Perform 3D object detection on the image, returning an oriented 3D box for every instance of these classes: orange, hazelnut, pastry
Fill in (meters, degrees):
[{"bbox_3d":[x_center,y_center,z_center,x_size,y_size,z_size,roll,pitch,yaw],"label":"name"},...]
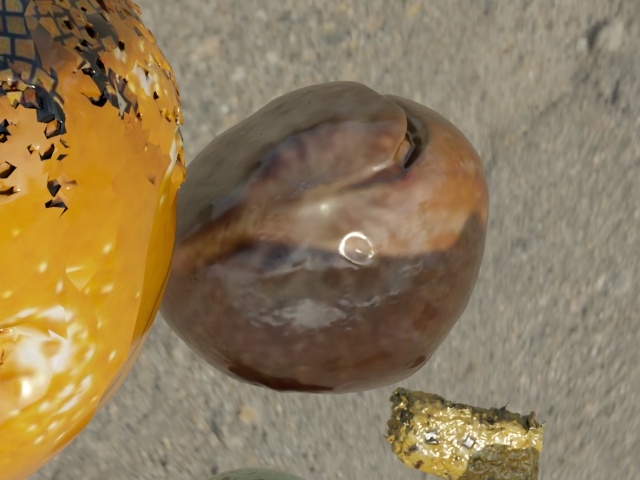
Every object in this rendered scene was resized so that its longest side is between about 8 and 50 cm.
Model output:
[{"bbox_3d":[-0.153,-0.006,0.607,0.182,0.234,0.234,31,77,35],"label":"orange"},{"bbox_3d":[0.000,0.000,0.754,0.154,0.143,0.143,-16,72,-4],"label":"hazelnut"},{"bbox_3d":[0.123,0.173,1.477,0.140,0.056,0.080,10,107,-5],"label":"pastry"}]

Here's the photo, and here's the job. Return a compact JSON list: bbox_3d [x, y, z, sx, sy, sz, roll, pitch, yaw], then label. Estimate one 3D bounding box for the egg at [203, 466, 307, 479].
[{"bbox_3d":[-0.031,0.155,0.856,0.085,0.110,0.085,-6,82,48],"label":"egg"}]
